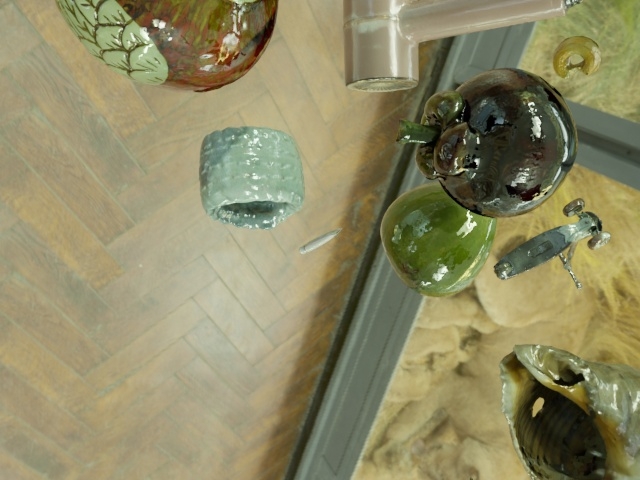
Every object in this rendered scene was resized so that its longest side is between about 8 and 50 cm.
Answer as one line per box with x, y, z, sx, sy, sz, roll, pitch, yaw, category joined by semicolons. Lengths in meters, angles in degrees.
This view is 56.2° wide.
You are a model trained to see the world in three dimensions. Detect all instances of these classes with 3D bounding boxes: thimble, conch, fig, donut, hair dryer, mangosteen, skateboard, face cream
-0.138;-0.125;1.254;0.250;0.205;0.171;15;65;-57;thimble
0.420;0.302;0.976;0.263;0.324;0.186;-55;168;-21;conch
0.317;-0.017;1.541;0.316;0.316;0.316;-15;123;-24;fig
0.592;-0.424;1.398;0.043;0.108;0.097;-43;117;-41;donut
0.181;-0.303;0.758;0.107;0.344;0.189;-7;97;-54;hair dryer
0.338;-0.186;1.161;0.313;0.297;0.297;-9;123;-50;mangosteen
0.136;0.014;0.360;0.064;0.032;0.083;-31;155;8;skateboard
0.000;0.000;1.263;0.020;0.115;0.038;57;38;-4;face cream

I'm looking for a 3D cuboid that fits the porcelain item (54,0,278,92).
-0.173;-0.261;0.611;0.253;0.253;0.253;-15;123;-24;porcelain item

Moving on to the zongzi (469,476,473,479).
0.332;0.567;1.334;0.083;0.073;0.067;-23;151;21;zongzi
